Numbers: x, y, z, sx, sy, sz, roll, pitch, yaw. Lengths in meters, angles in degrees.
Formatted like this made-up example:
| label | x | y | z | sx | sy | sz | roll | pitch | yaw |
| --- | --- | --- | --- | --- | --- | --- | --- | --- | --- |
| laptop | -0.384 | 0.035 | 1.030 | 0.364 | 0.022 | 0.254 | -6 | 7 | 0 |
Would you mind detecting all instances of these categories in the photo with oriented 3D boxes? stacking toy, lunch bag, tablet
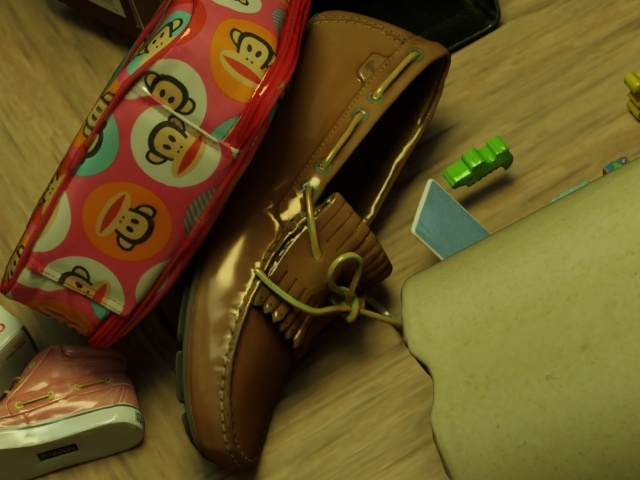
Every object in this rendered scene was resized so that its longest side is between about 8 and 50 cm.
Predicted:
| label | x | y | z | sx | sy | sz | roll | pitch | yaw |
| --- | --- | --- | --- | --- | --- | --- | --- | --- | --- |
| stacking toy | 0.234 | -0.039 | 1.470 | 0.221 | 0.052 | 0.167 | -26 | 55 | -10 |
| lunch bag | -0.124 | -0.084 | 1.423 | 0.120 | 0.293 | 0.258 | 31 | 26 | -12 |
| tablet | 0.104 | -0.005 | 1.461 | 0.006 | 0.083 | 0.054 | -13 | 47 | 44 |

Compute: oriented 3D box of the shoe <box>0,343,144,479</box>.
| label | x | y | z | sx | sy | sz | roll | pitch | yaw |
| --- | --- | --- | --- | --- | --- | --- | --- | --- | --- |
| shoe | -0.229 | 0.136 | 1.440 | 0.178 | 0.063 | 0.081 | -14 | 54 | -5 |

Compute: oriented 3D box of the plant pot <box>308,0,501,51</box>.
| label | x | y | z | sx | sy | sz | roll | pitch | yaw |
| --- | --- | --- | --- | --- | --- | --- | --- | --- | --- |
| plant pot | 0.021 | -0.254 | 1.585 | 0.188 | 0.187 | 0.167 | -28 | 46 | -8 |

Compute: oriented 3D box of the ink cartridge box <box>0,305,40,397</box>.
| label | x | y | z | sx | sy | sz | roll | pitch | yaw |
| --- | --- | --- | --- | --- | --- | --- | --- | --- | --- |
| ink cartridge box | -0.307 | 0.080 | 1.491 | 0.135 | 0.056 | 0.099 | 36 | 70 | 29 |

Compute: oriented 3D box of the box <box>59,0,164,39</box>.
| label | x | y | z | sx | sy | sz | roll | pitch | yaw |
| --- | --- | --- | --- | --- | --- | --- | --- | --- | --- |
| box | -0.104 | -0.380 | 1.635 | 0.143 | 0.191 | 0.381 | 28 | 68 | 24 |

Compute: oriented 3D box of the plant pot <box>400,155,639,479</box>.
| label | x | y | z | sx | sy | sz | roll | pitch | yaw |
| --- | --- | --- | --- | --- | --- | --- | --- | --- | --- |
| plant pot | 0.232 | 0.080 | 1.261 | 0.305 | 0.334 | 0.334 | -21 | 55 | 10 |

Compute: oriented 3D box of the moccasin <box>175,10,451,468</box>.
| label | x | y | z | sx | sy | sz | roll | pitch | yaw |
| --- | --- | --- | --- | --- | --- | --- | --- | --- | --- |
| moccasin | 0.001 | 0.002 | 1.435 | 0.147 | 0.139 | 0.380 | 15 | 63 | 20 |
